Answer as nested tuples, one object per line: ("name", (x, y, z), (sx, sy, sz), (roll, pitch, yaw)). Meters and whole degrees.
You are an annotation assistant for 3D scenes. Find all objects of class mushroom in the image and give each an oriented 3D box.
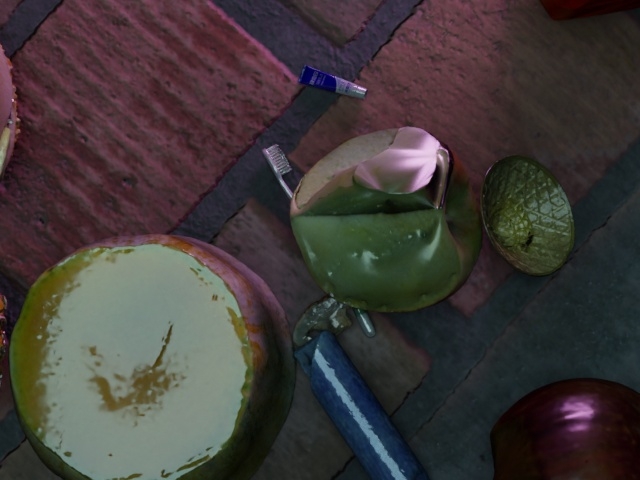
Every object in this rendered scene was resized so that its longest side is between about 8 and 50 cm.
("mushroom", (0.008, 0.089, 1.855), (0.101, 0.019, 0.049), (-38, 83, 15))

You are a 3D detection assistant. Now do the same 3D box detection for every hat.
("hat", (0.218, -0.021, 1.843), (0.146, 0.067, 0.146), (13, 68, -33))

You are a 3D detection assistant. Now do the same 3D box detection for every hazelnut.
("hazelnut", (0.293, 0.265, 1.726), (0.218, 0.218, 0.233), (-13, 86, 3))

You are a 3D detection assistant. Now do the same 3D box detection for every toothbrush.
("toothbrush", (0.000, 0.000, 1.876), (0.024, 0.018, 0.257), (-28, 82, -5))

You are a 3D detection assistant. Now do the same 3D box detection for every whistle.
("whistle", (0.070, 0.241, 1.821), (0.062, 0.062, 0.304), (-34, 85, 1))

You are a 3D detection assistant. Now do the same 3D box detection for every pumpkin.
("pumpkin", (-0.197, 0.153, 1.791), (0.332, 0.199, 0.332), (0, 87, 3))

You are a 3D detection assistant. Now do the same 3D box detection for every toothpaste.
("toothpaste", (0.015, -0.185, 1.895), (0.083, 0.015, 0.024), (20, 79, 11))

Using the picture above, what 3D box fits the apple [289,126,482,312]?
("apple", (0.077, -0.021, 1.797), (0.188, 0.174, 0.207), (-10, 86, 24))

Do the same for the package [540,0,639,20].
("package", (0.424, -0.348, 1.786), (0.424, 0.196, 0.123), (-12, 88, 2))

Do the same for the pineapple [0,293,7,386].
("pineapple", (-0.411, 0.109, 1.829), (0.076, 0.225, 0.224), (-2, 83, -31))

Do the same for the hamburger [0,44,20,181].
("hamburger", (-0.497, -0.156, 1.856), (0.302, 0.170, 0.302), (-1, 80, 3))
